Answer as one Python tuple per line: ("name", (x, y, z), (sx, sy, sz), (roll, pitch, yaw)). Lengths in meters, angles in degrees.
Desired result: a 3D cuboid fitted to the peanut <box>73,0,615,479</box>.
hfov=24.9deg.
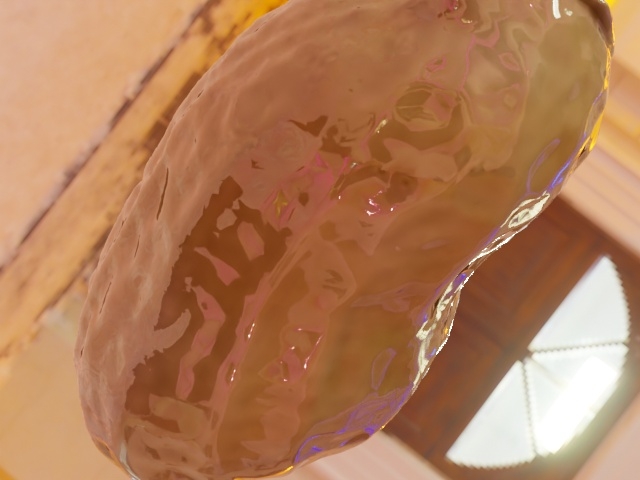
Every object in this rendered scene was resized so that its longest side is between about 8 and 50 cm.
("peanut", (-0.005, -0.002, 0.692), (0.340, 0.174, 0.158), (-60, 172, 35))
